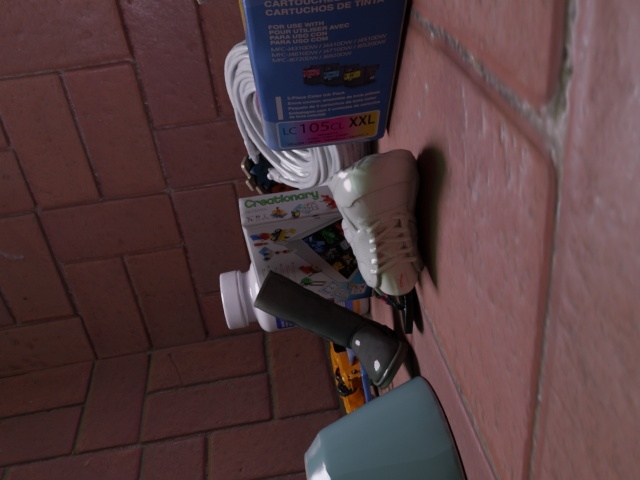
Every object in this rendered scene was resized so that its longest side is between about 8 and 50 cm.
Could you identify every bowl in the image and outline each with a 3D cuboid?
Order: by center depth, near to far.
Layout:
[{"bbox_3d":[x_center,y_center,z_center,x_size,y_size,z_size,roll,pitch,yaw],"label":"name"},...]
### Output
[{"bbox_3d":[0.074,0.330,0.776,0.311,0.163,0.311,171,90,-86],"label":"bowl"}]

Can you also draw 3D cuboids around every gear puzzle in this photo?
[{"bbox_3d":[-0.036,-0.082,1.289,0.339,0.044,0.175,56,-142,-39],"label":"gear puzzle"}]

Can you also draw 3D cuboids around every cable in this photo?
[{"bbox_3d":[-0.033,-0.178,0.937,0.257,0.089,0.257,32,153,40],"label":"cable"}]

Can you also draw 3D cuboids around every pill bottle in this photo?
[{"bbox_3d":[-0.052,0.094,1.268,0.152,0.272,0.152,171,90,-86],"label":"pill bottle"}]

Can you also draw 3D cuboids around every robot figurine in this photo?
[{"bbox_3d":[0.060,0.237,1.402,0.291,0.085,0.211,-105,7,-54],"label":"robot figurine"}]

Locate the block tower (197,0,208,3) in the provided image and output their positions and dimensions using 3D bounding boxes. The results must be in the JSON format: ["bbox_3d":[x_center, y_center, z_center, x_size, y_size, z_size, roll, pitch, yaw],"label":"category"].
[{"bbox_3d":[-0.189,-0.492,0.888,0.097,0.091,0.335,38,-149,-86],"label":"block tower"}]

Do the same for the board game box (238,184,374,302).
[{"bbox_3d":[-0.008,0.021,1.004,0.305,0.193,0.053,87,173,-61],"label":"board game box"}]

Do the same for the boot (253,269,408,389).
[{"bbox_3d":[0.009,0.114,0.901,0.076,0.208,0.189,-58,6,0],"label":"boot"}]

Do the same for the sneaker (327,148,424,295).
[{"bbox_3d":[0.070,-0.007,0.652,0.232,0.090,0.115,64,-172,-69],"label":"sneaker"}]

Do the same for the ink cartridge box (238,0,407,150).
[{"bbox_3d":[-0.015,-0.300,0.625,0.395,0.151,0.270,94,166,-69],"label":"ink cartridge box"}]

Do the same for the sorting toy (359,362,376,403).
[{"bbox_3d":[0.120,0.377,1.153,0.196,0.047,0.347,49,-148,-88],"label":"sorting toy"}]

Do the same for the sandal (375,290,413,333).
[{"bbox_3d":[0.082,0.036,0.804,0.067,0.040,0.179,87,173,-61],"label":"sandal"}]
